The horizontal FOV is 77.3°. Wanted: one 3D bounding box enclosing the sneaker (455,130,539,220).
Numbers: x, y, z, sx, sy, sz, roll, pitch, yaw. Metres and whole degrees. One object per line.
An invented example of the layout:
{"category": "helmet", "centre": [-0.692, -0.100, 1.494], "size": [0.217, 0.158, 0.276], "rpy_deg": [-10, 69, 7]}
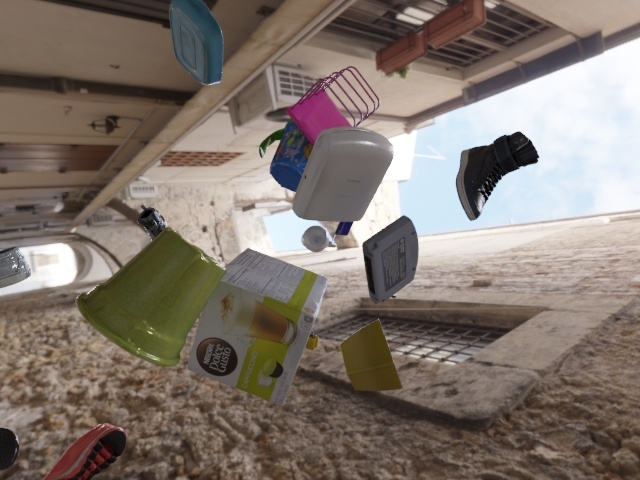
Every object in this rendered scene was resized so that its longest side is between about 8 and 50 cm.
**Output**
{"category": "sneaker", "centre": [0.395, -0.150, 0.892], "size": [0.163, 0.086, 0.226], "rpy_deg": [-14, -136, 37]}

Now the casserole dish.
{"category": "casserole dish", "centre": [-0.232, -0.362, 0.738], "size": [0.114, 0.037, 0.188], "rpy_deg": [44, -22, 0]}

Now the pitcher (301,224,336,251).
{"category": "pitcher", "centre": [0.000, 0.000, 1.894], "size": [0.207, 0.178, 0.125], "rpy_deg": [149, -47, -82]}

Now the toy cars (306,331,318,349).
{"category": "toy cars", "centre": [-0.169, 0.389, 1.934], "size": [0.176, 0.087, 0.393], "rpy_deg": [-31, -83, 43]}

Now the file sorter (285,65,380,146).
{"category": "file sorter", "centre": [0.062, -0.465, 1.400], "size": [0.182, 0.290, 0.202], "rpy_deg": [-32, -77, 39]}

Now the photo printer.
{"category": "photo printer", "centre": [0.073, -0.201, 1.232], "size": [0.107, 0.256, 0.307], "rpy_deg": [60, -43, 39]}

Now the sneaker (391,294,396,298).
{"category": "sneaker", "centre": [0.295, 0.219, 1.741], "size": [0.083, 0.035, 0.031], "rpy_deg": [39, -79, 29]}

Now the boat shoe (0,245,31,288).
{"category": "boat shoe", "centre": [-0.673, 0.062, 0.734], "size": [0.079, 0.228, 0.081], "rpy_deg": [20, -58, 57]}

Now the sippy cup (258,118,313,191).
{"category": "sippy cup", "centre": [-0.076, -0.313, 1.528], "size": [0.305, 0.240, 0.224], "rpy_deg": [-5, -130, 46]}

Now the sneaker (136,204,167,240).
{"category": "sneaker", "centre": [-0.692, -0.036, 1.692], "size": [0.268, 0.101, 0.153], "rpy_deg": [53, -10, 27]}

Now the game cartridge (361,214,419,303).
{"category": "game cartridge", "centre": [0.235, 0.063, 1.307], "size": [0.062, 0.198, 0.297], "rpy_deg": [36, -28, 39]}

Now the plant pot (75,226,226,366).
{"category": "plant pot", "centre": [-0.376, 0.117, 0.970], "size": [0.276, 0.276, 0.254], "rpy_deg": [28, -104, 46]}

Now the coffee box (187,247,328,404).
{"category": "coffee box", "centre": [-0.197, 0.268, 1.354], "size": [0.334, 0.338, 0.337], "rpy_deg": [20, -73, 3]}

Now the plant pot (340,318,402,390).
{"category": "plant pot", "centre": [0.195, 0.481, 1.609], "size": [0.212, 0.187, 0.212], "rpy_deg": [-104, 174, -48]}

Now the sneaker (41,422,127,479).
{"category": "sneaker", "centre": [-0.718, 0.666, 1.153], "size": [0.136, 0.314, 0.116], "rpy_deg": [3, -56, 42]}

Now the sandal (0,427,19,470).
{"category": "sandal", "centre": [-0.652, 0.404, 0.796], "size": [0.179, 0.067, 0.040], "rpy_deg": [6, -40, 25]}

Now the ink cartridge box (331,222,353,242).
{"category": "ink cartridge box", "centre": [0.148, -0.155, 1.830], "size": [0.069, 0.371, 0.175], "rpy_deg": [25, -39, 4]}
